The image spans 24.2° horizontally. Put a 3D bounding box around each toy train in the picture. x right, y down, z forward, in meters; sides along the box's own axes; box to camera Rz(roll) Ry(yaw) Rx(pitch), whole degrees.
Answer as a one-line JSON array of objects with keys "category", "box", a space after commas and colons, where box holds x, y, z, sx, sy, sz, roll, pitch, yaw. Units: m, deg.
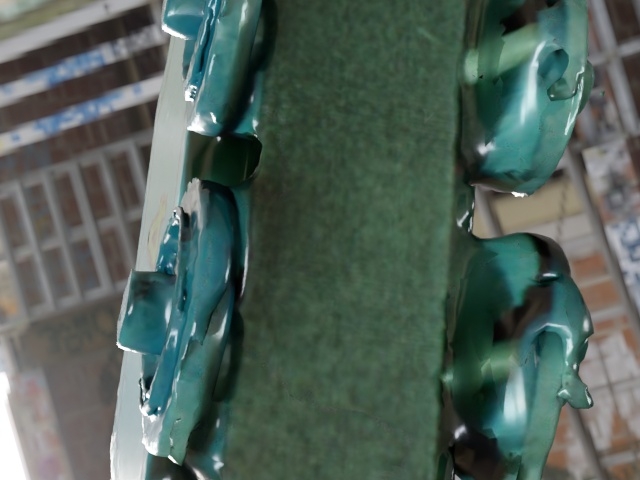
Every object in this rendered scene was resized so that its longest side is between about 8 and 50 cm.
[{"category": "toy train", "box": [0.000, 0.000, 0.393, 0.107, 0.198, 0.154, 10, 163, -13]}]
